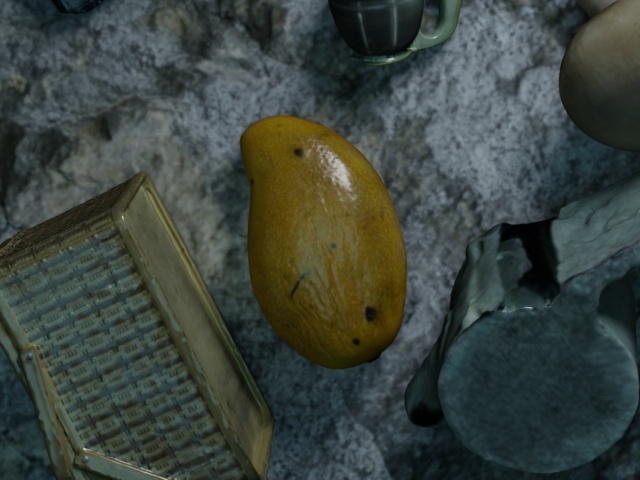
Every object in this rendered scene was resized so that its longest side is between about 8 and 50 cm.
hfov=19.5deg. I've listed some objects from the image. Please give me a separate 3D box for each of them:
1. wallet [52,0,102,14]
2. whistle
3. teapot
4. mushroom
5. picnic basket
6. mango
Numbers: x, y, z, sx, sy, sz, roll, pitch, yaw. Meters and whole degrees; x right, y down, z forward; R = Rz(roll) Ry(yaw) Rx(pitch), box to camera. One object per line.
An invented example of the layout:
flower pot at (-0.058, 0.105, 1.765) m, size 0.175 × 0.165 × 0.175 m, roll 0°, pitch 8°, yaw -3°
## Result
wallet at (-0.131, -0.379, 1.766) m, size 0.379 × 0.046 × 0.190 m, roll -29°, pitch 99°, yaw 11°
whistle at (0.239, 0.044, 1.752) m, size 0.188 × 0.168 × 0.404 m, roll 25°, pitch 118°, yaw -5°
teapot at (0.072, -0.213, 1.782) m, size 0.124 × 0.092 × 0.090 m, roll -2°, pitch 119°, yaw 9°
mushroom at (0.308, -0.190, 1.741) m, size 0.204 × 0.204 × 0.204 m, roll 1°, pitch 103°, yaw 2°
picnic basket at (-0.188, 0.119, 1.796) m, size 0.175 × 0.228 × 0.312 m, roll -26°, pitch 100°, yaw 6°
mango at (0.000, 0.002, 1.822) m, size 0.157 × 0.109 × 0.262 m, roll -18°, pitch 100°, yaw 10°
